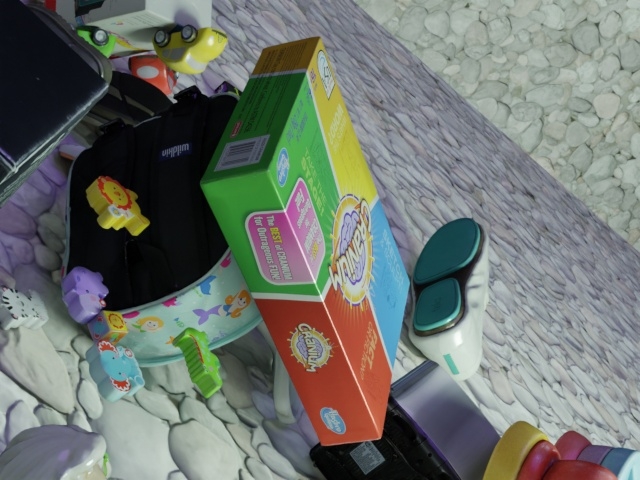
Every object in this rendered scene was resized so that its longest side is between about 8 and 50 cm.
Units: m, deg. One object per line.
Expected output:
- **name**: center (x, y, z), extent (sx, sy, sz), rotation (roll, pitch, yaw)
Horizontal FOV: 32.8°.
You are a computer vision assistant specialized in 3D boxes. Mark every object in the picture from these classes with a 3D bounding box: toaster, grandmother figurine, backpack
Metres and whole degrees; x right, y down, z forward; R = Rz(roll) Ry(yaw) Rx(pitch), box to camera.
- **toaster**: center (0.102, 0.238, 1.187), extent (0.168, 0.186, 0.110), rotation (50, 44, 9)
- **grandmother figurine**: center (-0.125, 0.279, 0.827), extent (0.342, 0.104, 0.208), rotation (48, -7, 8)
- **backpack**: center (-0.140, 0.003, 1.085), extent (0.254, 0.225, 0.191), rotation (-93, 160, -47)

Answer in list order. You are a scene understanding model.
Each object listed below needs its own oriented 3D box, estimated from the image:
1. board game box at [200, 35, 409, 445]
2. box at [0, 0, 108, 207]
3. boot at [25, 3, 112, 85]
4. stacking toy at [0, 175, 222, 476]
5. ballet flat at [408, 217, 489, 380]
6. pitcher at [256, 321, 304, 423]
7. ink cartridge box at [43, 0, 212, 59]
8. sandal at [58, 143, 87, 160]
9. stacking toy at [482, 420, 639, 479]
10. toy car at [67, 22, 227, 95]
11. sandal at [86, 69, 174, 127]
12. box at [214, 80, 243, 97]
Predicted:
- **board game box**: center (0.000, 0.000, 1.050), extent (0.242, 0.064, 0.317), rotation (-74, 148, -51)
- **box**: center (-0.375, -0.088, 0.673), extent (0.343, 0.312, 0.179), rotation (44, 21, -12)
- **boot**: center (-0.366, -0.211, 1.248), extent (0.189, 0.076, 0.208), rotation (29, 32, 26)
- **stacking toy**: center (-0.191, 0.080, 0.936), extent (0.052, 0.167, 0.221), rotation (12, 42, -54)
- **ballet flat**: center (0.221, 0.100, 1.788), extent (0.139, 0.139, 0.400), rotation (44, 26, -11)
- **pitcher**: center (-0.031, 0.085, 1.231), extent (0.178, 0.125, 0.207), rotation (-75, 161, -57)
- **ink cartridge box**: center (-0.276, -0.305, 1.463), extent (0.134, 0.231, 0.078), rotation (13, 75, -56)
- **sandal**: center (-0.190, -0.037, 1.284), extent (0.265, 0.076, 0.102), rotation (22, 2, -10)
- **stacking toy**: center (0.269, 0.348, 1.179), extent (0.130, 0.280, 0.309), rotation (15, 0, 32)
- **toy car**: center (-0.262, -0.240, 1.441), extent (0.225, 0.239, 0.053), rotation (5, 81, -28)
- **sandal**: center (-0.204, -0.118, 1.352), extent (0.302, 0.086, 0.120), rotation (32, 30, 6)
- **box**: center (-0.106, -0.176, 1.738), extent (0.116, 0.029, 0.162), rotation (31, 28, -37)
